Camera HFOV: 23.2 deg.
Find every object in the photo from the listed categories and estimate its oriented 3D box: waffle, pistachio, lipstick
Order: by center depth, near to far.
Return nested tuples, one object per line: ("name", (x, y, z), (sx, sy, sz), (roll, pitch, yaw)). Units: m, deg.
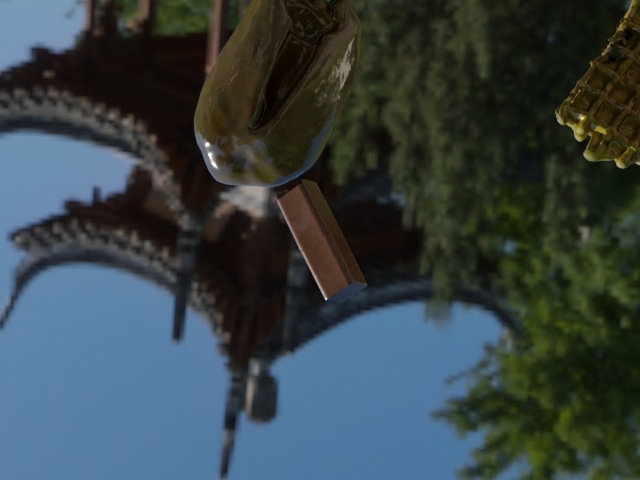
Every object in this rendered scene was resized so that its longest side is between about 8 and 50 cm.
("lipstick", (0.000, 0.000, 1.822), (0.045, 0.045, 0.145), (15, -135, -60))
("pistachio", (-0.051, -0.188, 1.912), (0.166, 0.288, 0.197), (29, 155, -7))
("waffle", (0.498, -0.244, 2.341), (0.309, 0.283, 0.065), (-12, 172, 0))
